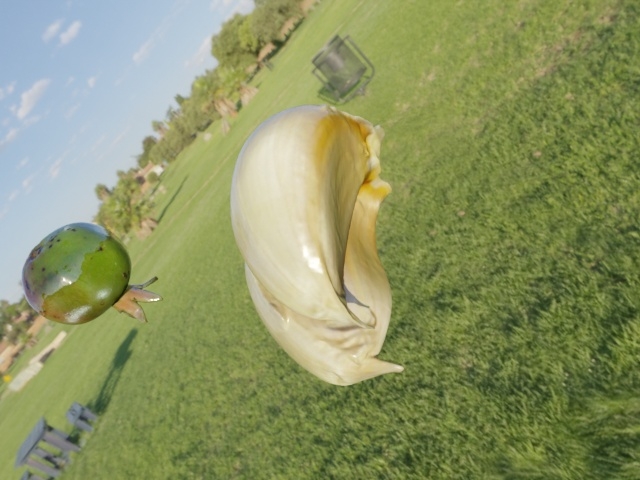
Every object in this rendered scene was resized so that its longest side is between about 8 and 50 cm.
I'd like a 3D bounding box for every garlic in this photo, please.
[{"bbox_3d":[0.000,0.000,0.606,0.286,0.250,0.312,124,162,-60],"label":"garlic"}]

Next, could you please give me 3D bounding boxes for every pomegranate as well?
[{"bbox_3d":[-0.395,0.072,0.859,0.182,0.224,0.181,-32,37,28],"label":"pomegranate"}]
